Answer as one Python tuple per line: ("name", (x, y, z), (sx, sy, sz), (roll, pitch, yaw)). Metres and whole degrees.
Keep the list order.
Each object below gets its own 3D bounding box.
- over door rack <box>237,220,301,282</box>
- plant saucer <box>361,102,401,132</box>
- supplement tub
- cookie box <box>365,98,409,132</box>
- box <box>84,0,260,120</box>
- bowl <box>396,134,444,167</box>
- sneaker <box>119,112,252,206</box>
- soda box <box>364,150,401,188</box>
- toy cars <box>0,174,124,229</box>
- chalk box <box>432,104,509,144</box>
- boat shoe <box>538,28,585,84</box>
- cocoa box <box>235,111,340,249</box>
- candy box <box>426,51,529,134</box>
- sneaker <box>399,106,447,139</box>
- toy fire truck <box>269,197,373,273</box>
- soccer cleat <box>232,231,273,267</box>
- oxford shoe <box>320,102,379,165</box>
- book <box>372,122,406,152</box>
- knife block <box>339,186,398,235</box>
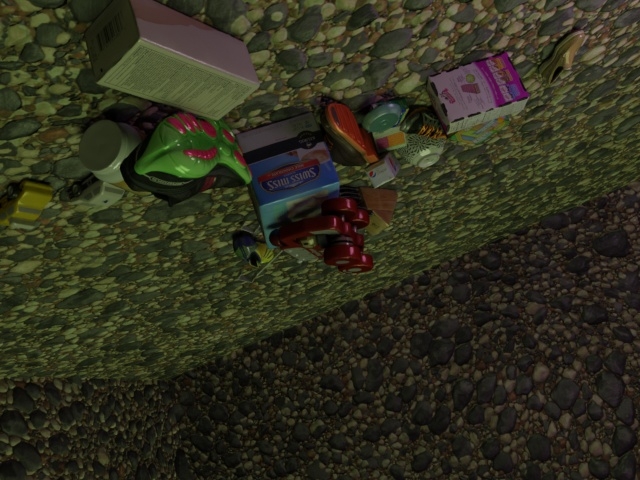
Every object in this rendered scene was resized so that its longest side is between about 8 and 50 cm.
("over door rack", (-0.133, -0.020, 2.171), (0.324, 0.240, 0.108), (-32, 132, 32))
("plant saucer", (0.174, -0.336, 1.823), (0.119, 0.021, 0.119), (-18, 157, -8))
("supplement tub", (-0.452, -0.192, 1.542), (0.144, 0.144, 0.199), (-25, 160, 16))
("cookie box", (0.187, -0.357, 1.870), (0.107, 0.040, 0.092), (-14, 159, -17))
("box", (-0.284, -0.354, 1.295), (0.148, 0.121, 0.311), (-31, 158, 30))
("bowl", (0.341, -0.291, 2.143), (0.170, 0.080, 0.170), (-17, 161, -6))
("sneaker", (-0.305, -0.184, 1.512), (0.202, 0.185, 0.483), (-26, 175, 13))
("soda box", (0.198, -0.228, 2.054), (0.074, 0.069, 0.216), (-27, -171, 18))
("toy cars", (-0.663, -0.098, 1.681), (0.393, 0.087, 0.176), (-15, 161, -13))
("chalk box", (0.463, -0.377, 1.949), (0.213, 0.132, 0.132), (-2, 154, -44))
("boat shoe", (0.702, -0.520, 1.876), (0.068, 0.072, 0.190), (-13, 160, -17))
("cocoa box", (-0.087, -0.157, 1.865), (0.231, 0.228, 0.347), (-17, 161, -6))
("candy box", (0.428, -0.404, 1.796), (0.233, 0.159, 0.071), (-18, 160, -3))
("sneaker", (0.325, -0.342, 1.953), (0.215, 0.083, 0.084), (-12, 151, -38))
("toy fire truck", (0.000, 0.000, 1.815), (0.253, 0.169, 0.302), (-9, 165, 18))
("soccer cleat", (-0.248, 0.058, 2.459), (0.093, 0.121, 0.289), (-23, 161, 10))
("oxford shoe", (0.059, -0.275, 1.845), (0.132, 0.130, 0.363), (-21, 162, 16))
("book", (0.210, -0.321, 2.010), (0.096, 0.035, 0.144), (-19, 160, 4))
("knife block", (0.152, -0.148, 2.380), (0.088, 0.242, 0.276), (-34, -159, 38))
